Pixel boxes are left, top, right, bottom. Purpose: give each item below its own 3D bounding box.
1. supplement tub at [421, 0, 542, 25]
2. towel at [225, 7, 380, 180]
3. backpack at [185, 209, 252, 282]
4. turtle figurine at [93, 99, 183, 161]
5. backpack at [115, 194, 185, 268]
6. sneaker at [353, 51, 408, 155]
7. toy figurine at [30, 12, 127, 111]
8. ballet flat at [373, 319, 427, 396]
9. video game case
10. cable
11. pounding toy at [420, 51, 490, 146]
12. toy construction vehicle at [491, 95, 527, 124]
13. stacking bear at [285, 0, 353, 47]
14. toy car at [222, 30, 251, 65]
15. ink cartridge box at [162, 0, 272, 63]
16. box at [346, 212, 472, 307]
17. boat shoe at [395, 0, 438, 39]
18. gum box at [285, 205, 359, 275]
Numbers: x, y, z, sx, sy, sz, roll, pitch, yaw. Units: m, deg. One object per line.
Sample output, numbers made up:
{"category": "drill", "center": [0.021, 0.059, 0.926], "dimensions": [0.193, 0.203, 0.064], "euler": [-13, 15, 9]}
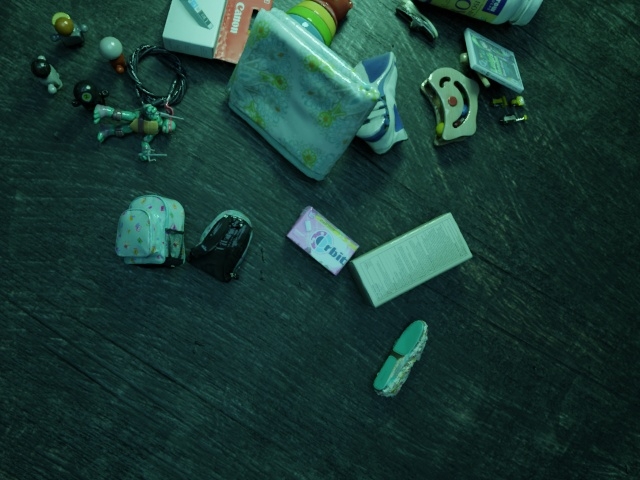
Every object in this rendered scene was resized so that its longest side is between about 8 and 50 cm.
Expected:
{"category": "supplement tub", "center": [0.452, -0.753, 1.746], "dimensions": [0.331, 0.241, 0.241], "euler": [15, 85, -5]}
{"category": "towel", "center": [-0.065, -0.374, 1.622], "dimensions": [0.374, 0.320, 0.090], "euler": [40, 48, 4]}
{"category": "backpack", "center": [-0.261, 0.005, 1.677], "dimensions": [0.152, 0.115, 0.182], "euler": [29, 97, -19]}
{"category": "turtle figurine", "center": [-0.482, -0.305, 1.678], "dimensions": [0.234, 0.118, 0.175], "euler": [5, 127, -5]}
{"category": "backpack", "center": [-0.446, -0.028, 1.638], "dimensions": [0.166, 0.144, 0.188], "euler": [-2, 76, 32]}
{"category": "sneaker", "center": [0.165, -0.359, 1.750], "dimensions": [0.127, 0.182, 0.315], "euler": [-8, 55, 24]}
{"category": "toy figurine", "center": [-0.640, -0.468, 1.648], "dimensions": [0.209, 0.148, 0.213], "euler": [29, 84, -4]}
{"category": "ballet flat", "center": [0.235, 0.336, 1.748], "dimensions": [0.077, 0.091, 0.241], "euler": [37, 87, -34]}
{"category": "video game case", "center": [0.494, -0.516, 1.774], "dimensions": [0.173, 0.022, 0.190], "euler": [21, 46, -18]}
{"category": "cable", "center": [-0.452, -0.464, 1.721], "dimensions": [0.150, 0.047, 0.184], "euler": [-18, 88, -7]}
{"category": "pounding toy", "center": [0.376, -0.413, 1.761], "dimensions": [0.154, 0.155, 0.269], "euler": [6, 84, -9]}
{"category": "toy construction vehicle", "center": [0.559, -0.387, 1.845], "dimensions": [0.098, 0.035, 0.086], "euler": [-11, 77, -10]}
{"category": "stacking bear", "center": [-0.024, -0.600, 1.726], "dimensions": [0.175, 0.164, 0.289], "euler": [36, 73, 4]}
{"category": "toy car", "center": [-0.240, -0.549, 1.766], "dimensions": [0.122, 0.060, 0.040], "euler": [-41, 47, -23]}
{"category": "ink cartridge box", "center": [-0.271, -0.640, 1.713], "dimensions": [0.261, 0.066, 0.296], "euler": [11, 73, -6]}
{"category": "box", "center": [0.244, 0.055, 1.734], "dimensions": [0.311, 0.121, 0.148], "euler": [-25, 90, -7]}
{"category": "boat shoe", "center": [0.281, -0.638, 1.817], "dimensions": [0.049, 0.056, 0.152], "euler": [-41, 82, -2]}
{"category": "gum box", "center": [0.000, 0.000, 1.738], "dimensions": [0.188, 0.062, 0.107], "euler": [39, 83, -3]}
